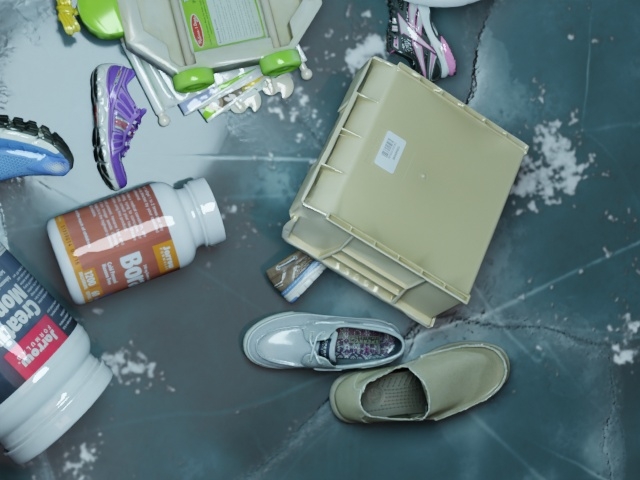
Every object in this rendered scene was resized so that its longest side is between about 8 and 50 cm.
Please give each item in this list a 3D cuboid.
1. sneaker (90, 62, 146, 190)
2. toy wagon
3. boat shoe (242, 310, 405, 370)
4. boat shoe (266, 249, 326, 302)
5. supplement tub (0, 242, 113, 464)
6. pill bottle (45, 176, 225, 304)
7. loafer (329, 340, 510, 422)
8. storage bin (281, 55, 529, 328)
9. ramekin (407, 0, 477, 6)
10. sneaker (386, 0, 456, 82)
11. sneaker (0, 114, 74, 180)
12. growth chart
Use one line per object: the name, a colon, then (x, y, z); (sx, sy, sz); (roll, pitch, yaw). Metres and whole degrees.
sneaker: (-0.265, -0.151, 1.601); (0.071, 0.068, 0.170); (-2, 93, -19)
toy wagon: (-0.178, -0.331, 1.593); (0.344, 0.068, 0.267); (-13, 85, -11)
boat shoe: (0.009, 0.140, 1.670); (0.227, 0.081, 0.079); (-1, 93, -13)
boat shoe: (0.000, 0.000, 1.670); (0.066, 0.066, 0.183); (44, 79, -3)
supplement tub: (-0.414, 0.128, 1.517); (0.191, 0.191, 0.272); (-44, 101, -7)
pill bottle: (-0.240, -0.006, 1.585); (0.216, 0.121, 0.121); (-20, 97, -11)
loafer: (0.150, 0.210, 1.701); (0.268, 0.092, 0.102); (-14, 96, -12)
storage bin: (0.112, -0.068, 1.619); (0.260, 0.123, 0.262); (31, 65, -12)
ramekin: (0.163, -0.464, 1.601); (0.277, 0.135, 0.277); (1, 75, -3)
sneaker: (0.120, -0.296, 1.681); (0.077, 0.072, 0.178); (-28, 93, 1)
sneaker: (-0.480, -0.082, 1.538); (0.329, 0.130, 0.147); (-4, 102, -5)
growth chart: (-0.141, -0.249, 1.646); (0.237, 0.021, 0.172); (-22, 98, -11)
